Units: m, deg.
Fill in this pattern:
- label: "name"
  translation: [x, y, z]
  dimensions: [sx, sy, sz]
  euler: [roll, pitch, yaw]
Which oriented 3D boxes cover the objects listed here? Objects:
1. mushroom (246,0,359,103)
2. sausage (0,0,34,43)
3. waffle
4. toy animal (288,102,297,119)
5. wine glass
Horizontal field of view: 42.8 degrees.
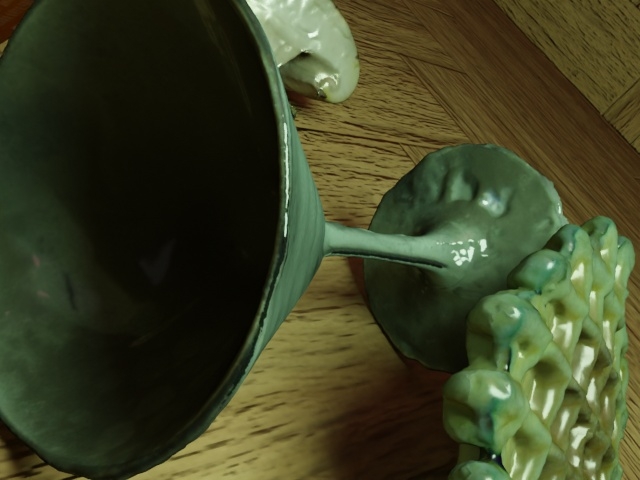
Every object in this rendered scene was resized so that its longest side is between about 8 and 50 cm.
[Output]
- label: "mushroom"
  translation: [-0.094, -0.248, 0.919]
  dimensions: [0.286, 0.156, 0.151]
  euler: [25, 4, -29]
- label: "sausage"
  translation: [-0.190, -0.181, 0.500]
  dimensions: [0.093, 0.312, 0.092]
  euler: [9, 77, -45]
- label: "waffle"
  translation: [0.161, 0.133, 0.569]
  dimensions: [0.056, 0.291, 0.309]
  euler: [7, 20, 35]
- label: "toy animal"
  translation: [-0.140, -0.124, 0.719]
  dimensions: [0.186, 0.093, 0.214]
  euler: [46, 36, 17]
- label: "wine glass"
  translation: [0.000, 0.000, 0.562]
  dimensions: [0.406, 0.267, 0.267]
  euler: [9, 42, -53]
